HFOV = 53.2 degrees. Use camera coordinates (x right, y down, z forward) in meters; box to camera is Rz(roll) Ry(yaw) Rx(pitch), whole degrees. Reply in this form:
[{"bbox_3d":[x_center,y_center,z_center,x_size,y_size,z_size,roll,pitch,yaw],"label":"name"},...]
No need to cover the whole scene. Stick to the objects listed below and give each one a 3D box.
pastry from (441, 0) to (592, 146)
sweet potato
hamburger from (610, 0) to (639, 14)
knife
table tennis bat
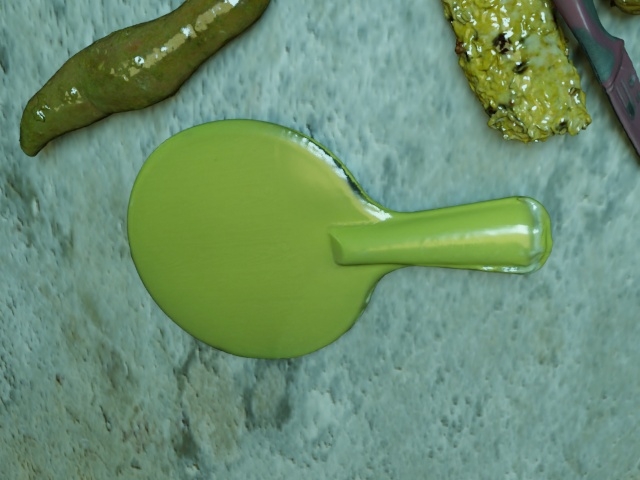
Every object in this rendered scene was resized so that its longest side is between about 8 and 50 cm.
[{"bbox_3d":[0.134,-0.134,0.444,0.079,0.056,0.140,-17,103,11],"label":"pastry"},{"bbox_3d":[-0.134,-0.141,0.496,0.273,0.067,0.067,-26,106,15],"label":"sweet potato"},{"bbox_3d":[0.217,-0.178,0.398,0.083,0.076,0.044,-37,73,29],"label":"hamburger"},{"bbox_3d":[0.191,-0.125,0.430,0.018,0.035,0.247,3,142,52],"label":"knife"},{"bbox_3d":[0.000,0.000,0.539,0.368,0.054,0.224,-4,112,18],"label":"table tennis bat"}]
